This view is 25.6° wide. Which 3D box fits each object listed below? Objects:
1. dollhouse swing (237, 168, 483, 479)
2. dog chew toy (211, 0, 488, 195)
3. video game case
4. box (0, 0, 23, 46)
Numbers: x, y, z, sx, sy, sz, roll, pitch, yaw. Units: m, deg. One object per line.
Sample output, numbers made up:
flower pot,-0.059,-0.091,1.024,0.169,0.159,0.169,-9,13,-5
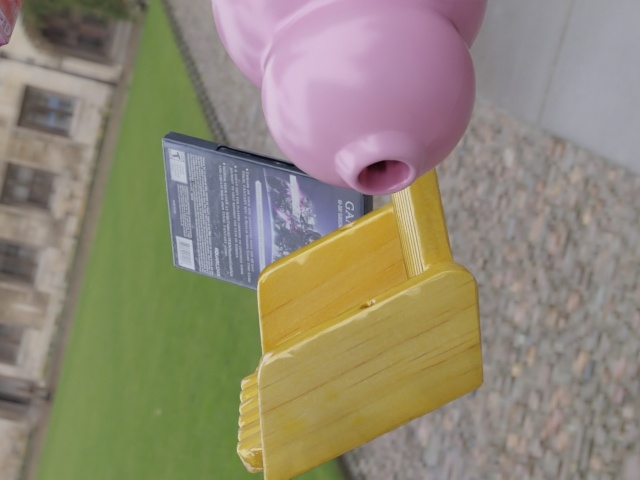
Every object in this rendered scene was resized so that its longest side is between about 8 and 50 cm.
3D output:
dollhouse swing,0.000,0.000,1.406,0.305,0.315,0.347,62,-175,-14
dog chew toy,0.017,-0.176,0.904,0.207,0.206,0.332,118,150,-52
video game case,-0.064,-0.016,1.713,0.026,0.274,0.196,-51,-32,-47
box,-0.283,-0.212,0.980,0.257,0.122,0.128,-97,-19,-60
